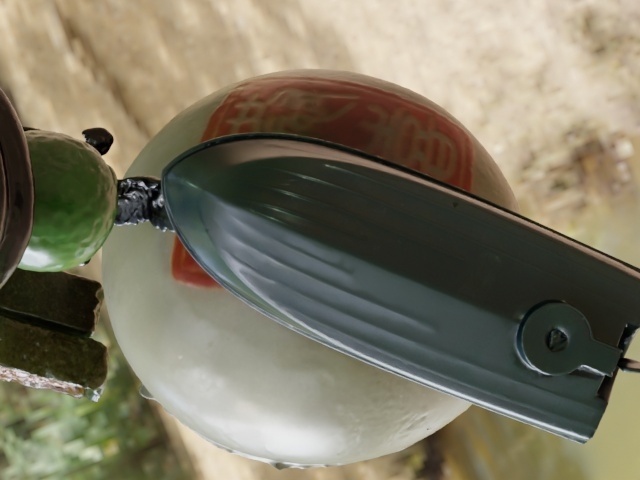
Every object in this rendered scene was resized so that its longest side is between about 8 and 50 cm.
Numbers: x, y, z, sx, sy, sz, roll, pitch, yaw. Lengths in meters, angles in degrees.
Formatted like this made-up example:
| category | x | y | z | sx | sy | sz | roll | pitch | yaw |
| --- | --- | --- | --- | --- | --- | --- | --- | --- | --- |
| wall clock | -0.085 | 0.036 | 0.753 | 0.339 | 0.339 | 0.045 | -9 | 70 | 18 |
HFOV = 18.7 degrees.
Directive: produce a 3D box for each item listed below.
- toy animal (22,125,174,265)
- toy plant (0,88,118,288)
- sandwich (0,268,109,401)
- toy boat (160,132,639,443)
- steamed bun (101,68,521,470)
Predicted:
| category | x | y | z | sx | sy | sz | roll | pitch | yaw |
| --- | --- | --- | --- | --- | --- | --- | --- | --- | --- |
| toy animal | -0.187 | -0.036 | 1.528 | 0.220 | 0.108 | 0.062 | 18 | 174 | 28 |
| toy plant | -0.248 | -0.036 | 1.202 | 0.218 | 0.235 | 0.175 | 18 | 101 | 26 |
| sandwich | -0.315 | 0.075 | 1.873 | 0.212 | 0.292 | 0.109 | 31 | -108 | -60 |
| toy boat | 0.040 | 0.015 | 0.908 | 0.103 | 0.246 | 0.093 | -140 | 72 | -83 |
| steamed bun | 0.000 | 0.000 | 1.667 | 0.374 | 0.374 | 0.241 | 60 | 155 | 32 |
